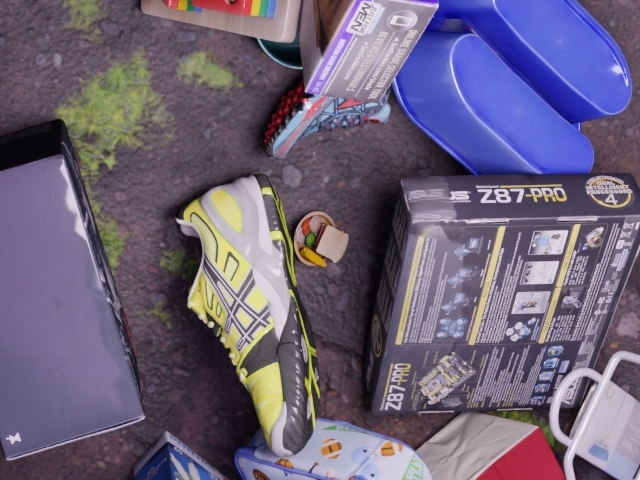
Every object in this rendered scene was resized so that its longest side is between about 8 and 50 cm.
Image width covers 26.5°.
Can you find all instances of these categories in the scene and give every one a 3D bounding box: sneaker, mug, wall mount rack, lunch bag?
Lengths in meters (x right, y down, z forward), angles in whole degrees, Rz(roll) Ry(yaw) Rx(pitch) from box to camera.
[{"bbox_3d":[0.039,-0.189,1.838,0.262,0.104,0.125,-44,108,2],"label":"sneaker"},{"bbox_3d":[-0.095,0.107,1.830,0.147,0.145,0.384,-13,72,5],"label":"sneaker"},{"bbox_3d":[-0.017,-0.295,1.806,0.158,0.097,0.129,4,102,-11],"label":"mug"},{"bbox_3d":[0.440,0.334,1.930,0.350,0.130,0.304,34,79,-43],"label":"wall mount rack"},{"bbox_3d":[0.038,0.366,1.859,0.115,0.303,0.243,-44,131,-34],"label":"lunch bag"}]

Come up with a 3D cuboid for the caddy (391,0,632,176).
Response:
[{"bbox_3d":[0.247,-0.217,1.820,0.341,0.179,0.241,39,74,-25],"label":"caddy"}]

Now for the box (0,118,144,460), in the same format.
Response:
[{"bbox_3d":[-0.358,0.050,1.717,0.179,0.312,0.343,-17,106,-6],"label":"box"}]

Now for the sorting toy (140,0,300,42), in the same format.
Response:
[{"bbox_3d":[-0.136,-0.393,1.684,0.089,0.255,0.257,-5,108,-51],"label":"sorting toy"}]

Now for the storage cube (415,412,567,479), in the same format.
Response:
[{"bbox_3d":[0.234,0.378,1.936,0.184,0.215,0.193,-35,107,-22],"label":"storage cube"}]

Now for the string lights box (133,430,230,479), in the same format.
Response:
[{"bbox_3d":[-0.179,0.370,1.849,0.133,0.259,0.077,41,94,-16],"label":"string lights box"}]

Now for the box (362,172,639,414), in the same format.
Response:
[{"bbox_3d":[0.239,0.082,1.845,0.318,0.097,0.395,-3,136,-10],"label":"box"}]

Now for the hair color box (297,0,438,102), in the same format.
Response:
[{"bbox_3d":[0.039,-0.359,1.657,0.110,0.338,0.185,5,146,-21],"label":"hair color box"}]

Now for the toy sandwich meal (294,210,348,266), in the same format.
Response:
[{"bbox_3d":[0.000,0.000,1.898,0.086,0.029,0.085,-9,104,-39],"label":"toy sandwich meal"}]
